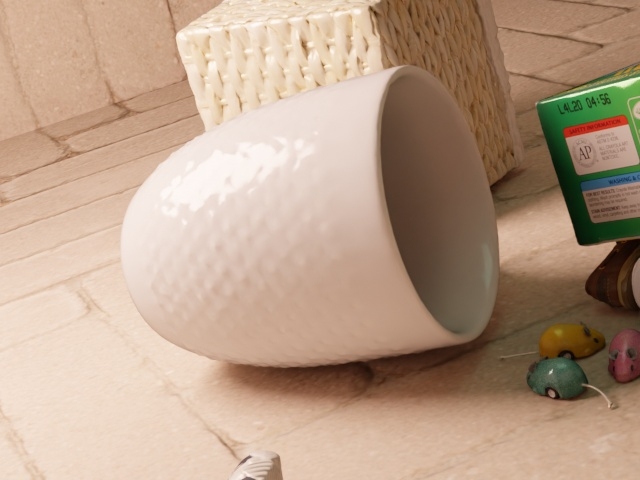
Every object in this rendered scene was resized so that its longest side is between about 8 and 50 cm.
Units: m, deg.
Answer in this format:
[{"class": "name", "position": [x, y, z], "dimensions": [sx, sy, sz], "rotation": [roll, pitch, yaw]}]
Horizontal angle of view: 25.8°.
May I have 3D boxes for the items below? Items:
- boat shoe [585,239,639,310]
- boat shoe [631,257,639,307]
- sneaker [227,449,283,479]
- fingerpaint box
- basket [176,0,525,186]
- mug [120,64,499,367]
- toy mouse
[{"class": "boat shoe", "position": [0.327, 0.011, 1.424], "dimensions": [0.060, 0.064, 0.178], "rotation": [3, 28, 37]}, {"class": "boat shoe", "position": [0.430, 0.039, 1.206], "dimensions": [0.306, 0.113, 0.105], "rotation": [0, 17, 28]}, {"class": "sneaker", "position": [-0.116, 0.239, 1.062], "dimensions": [0.153, 0.094, 0.235], "rotation": [-1, 32, 13]}, {"class": "fingerpaint box", "position": [0.491, -0.147, 1.285], "dimensions": [0.371, 0.163, 0.445], "rotation": [-23, 8, -34]}, {"class": "basket", "position": [0.041, -0.190, 1.792], "dimensions": [0.328, 0.331, 0.266], "rotation": [-1, 25, 34]}, {"class": "mug", "position": [0.000, 0.000, 1.452], "dimensions": [0.328, 0.276, 0.374], "rotation": [-13, -12, 27]}, {"class": "toy mouse", "position": [0.244, 0.108, 1.264], "dimensions": [0.161, 0.031, 0.143], "rotation": [-13, 19, 5]}]
